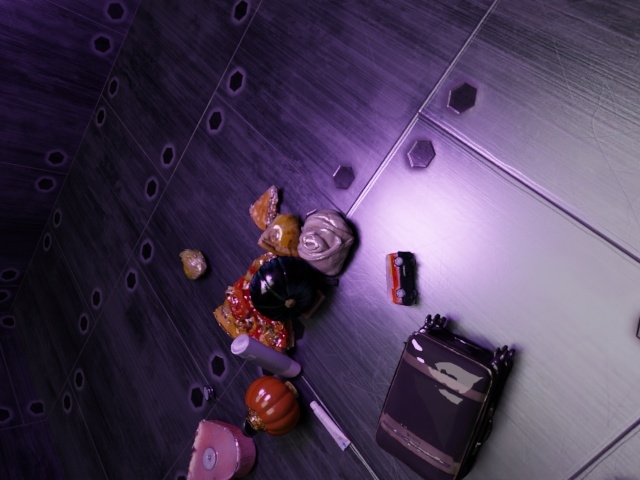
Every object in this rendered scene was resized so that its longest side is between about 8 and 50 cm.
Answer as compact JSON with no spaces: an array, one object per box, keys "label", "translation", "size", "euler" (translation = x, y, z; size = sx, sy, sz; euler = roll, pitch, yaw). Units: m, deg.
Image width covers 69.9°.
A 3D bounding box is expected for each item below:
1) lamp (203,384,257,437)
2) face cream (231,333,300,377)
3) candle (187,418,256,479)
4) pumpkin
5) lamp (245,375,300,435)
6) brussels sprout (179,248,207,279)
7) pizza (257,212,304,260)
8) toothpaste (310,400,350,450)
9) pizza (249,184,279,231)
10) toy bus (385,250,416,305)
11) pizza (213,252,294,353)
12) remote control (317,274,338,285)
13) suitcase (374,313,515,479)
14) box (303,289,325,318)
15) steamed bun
[{"label":"lamp","translation":[-0.361,0.690,1.894],"size":[0.371,0.109,0.130],"euler":[2,99,52]},{"label":"face cream","translation":[-0.195,0.424,1.652],"size":[0.107,0.269,0.073],"euler":[-16,48,39]},{"label":"candle","translation":[-0.415,0.869,1.868],"size":[0.317,0.131,0.287],"euler":[-47,53,13]},{"label":"pumpkin","translation":[-0.137,0.153,1.638],"size":[0.248,0.248,0.247],"euler":[-4,83,37]},{"label":"lamp","translation":[-0.174,0.599,1.657],"size":[0.223,0.197,0.223],"euler":[35,144,31]},{"label":"brussels sprout","translation":[-0.571,0.109,2.081],"size":[0.181,0.101,0.138],"euler":[12,103,37]},{"label":"pizza","translation":[-0.135,-0.025,1.696],"size":[0.081,0.204,0.188],"euler":[-24,65,45]},{"label":"toothpaste","translation":[0.030,0.642,1.602],"size":[0.190,0.031,0.048],"euler":[44,109,28]},{"label":"pizza","translation":[-0.213,-0.138,1.854],"size":[0.185,0.052,0.195],"euler":[47,118,39]},{"label":"toy bus","translation":[0.252,0.121,1.455],"size":[0.077,0.079,0.174],"euler":[-9,81,46]},{"label":"pizza","translation":[-0.266,0.224,1.812],"size":[0.440,0.130,0.405],"euler":[14,97,38]},{"label":"remote control","translation":[0.025,0.143,1.663],"size":[0.091,0.016,0.034],"euler":[9,107,38]},{"label":"suitcase","translation":[0.340,0.454,1.279],"size":[0.283,0.194,0.433],"euler":[24,102,37]},{"label":"box","translation":[-0.028,0.235,1.690],"size":[0.048,0.025,0.115],"euler":[49,113,29]},{"label":"steamed bun","translation":[-0.001,-0.001,1.617],"size":[0.211,0.144,0.217],"euler":[40,109,34]}]
